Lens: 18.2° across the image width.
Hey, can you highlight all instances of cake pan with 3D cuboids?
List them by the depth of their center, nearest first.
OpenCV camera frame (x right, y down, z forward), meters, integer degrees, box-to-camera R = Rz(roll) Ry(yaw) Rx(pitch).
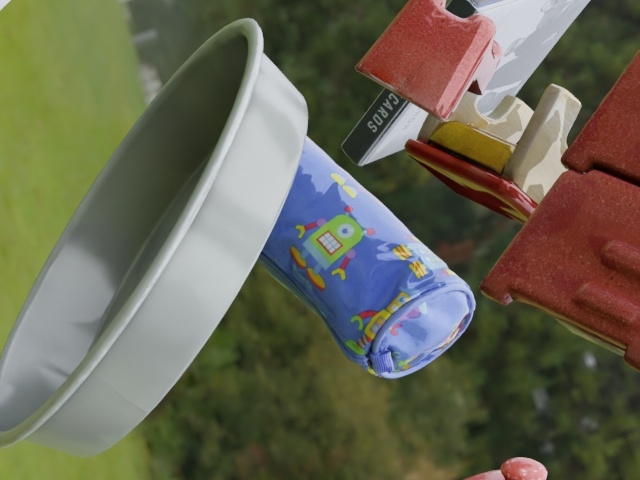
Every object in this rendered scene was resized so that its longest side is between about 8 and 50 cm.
[{"bbox_3d":[-0.101,0.005,1.182,0.054,0.293,0.293,32,6,-17],"label":"cake pan"}]

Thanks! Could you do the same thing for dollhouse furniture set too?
[{"bbox_3d":[0.135,-0.014,1.080,0.201,0.152,0.374,38,-7,-40],"label":"dollhouse furniture set"}]

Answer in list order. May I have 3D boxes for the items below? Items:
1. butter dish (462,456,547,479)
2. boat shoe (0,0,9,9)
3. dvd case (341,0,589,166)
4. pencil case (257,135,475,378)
[{"bbox_3d":[0.144,0.219,1.496,0.160,0.160,0.118,23,-66,37],"label":"butter dish"},{"bbox_3d":[-0.350,-0.181,1.663,0.108,0.301,0.102,46,5,26],"label":"boat shoe"},{"bbox_3d":[0.133,-0.153,1.645,0.029,0.238,0.179,48,-55,14],"label":"dvd case"},{"bbox_3d":[0.000,0.000,1.831,0.306,0.133,0.119,43,-14,30],"label":"pencil case"}]
